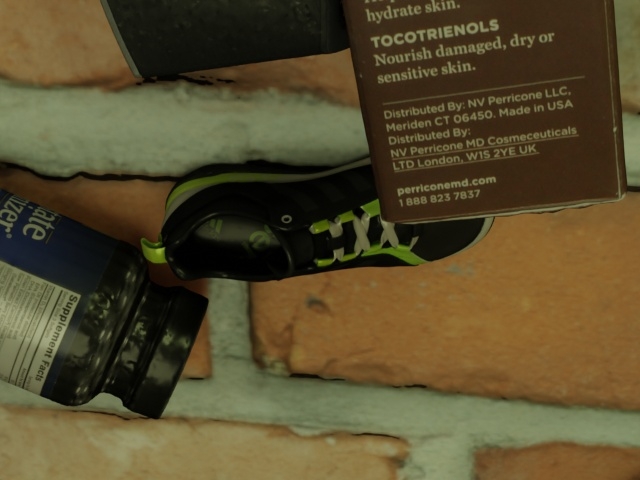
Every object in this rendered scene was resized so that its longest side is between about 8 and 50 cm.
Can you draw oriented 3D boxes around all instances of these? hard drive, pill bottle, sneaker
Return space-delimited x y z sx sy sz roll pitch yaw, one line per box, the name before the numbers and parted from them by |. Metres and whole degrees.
hard drive | -0.073 -0.219 0.735 0.172 0.054 0.255 -6 119 10
pill bottle | -0.195 0.041 0.860 0.219 0.123 0.123 23 120 -8
sneaker | 0.000 0.000 0.828 0.234 0.097 0.084 -4 120 9

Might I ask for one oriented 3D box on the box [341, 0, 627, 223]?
box | 0.070 -0.218 0.641 0.143 0.191 0.381 -5 119 9
